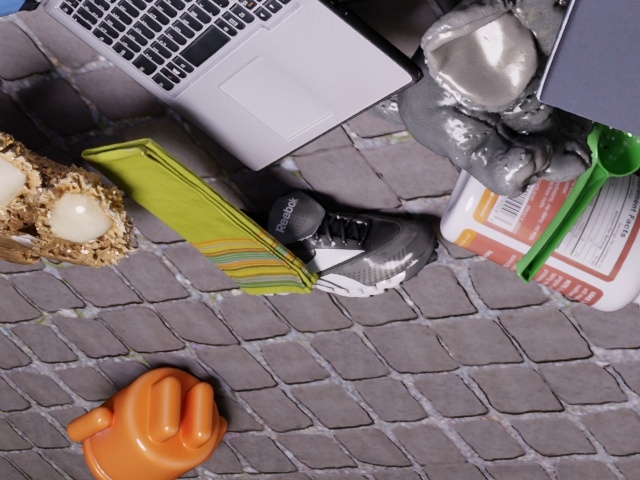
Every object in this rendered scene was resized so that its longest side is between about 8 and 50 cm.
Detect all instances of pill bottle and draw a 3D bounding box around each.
[{"bbox_3d":[0.222,-0.013,1.493,0.216,0.121,0.121,25,146,-3],"label":"pill bottle"}]

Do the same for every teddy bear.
[{"bbox_3d":[-0.292,-0.051,1.689,0.245,0.113,0.338,15,170,-3],"label":"teddy bear"}]

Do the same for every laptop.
[{"bbox_3d":[-0.202,-0.131,1.392,0.408,0.236,0.382,38,161,-12],"label":"laptop"}]

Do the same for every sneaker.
[{"bbox_3d":[0.000,0.000,1.680,0.234,0.078,0.106,-4,139,38],"label":"sneaker"}]

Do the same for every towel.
[{"bbox_3d":[-0.112,-0.017,1.624,0.102,0.021,0.237,-8,142,45],"label":"towel"}]

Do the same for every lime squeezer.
[{"bbox_3d":[0.273,-0.089,1.387,0.310,0.110,0.059,-34,106,17],"label":"lime squeezer"}]

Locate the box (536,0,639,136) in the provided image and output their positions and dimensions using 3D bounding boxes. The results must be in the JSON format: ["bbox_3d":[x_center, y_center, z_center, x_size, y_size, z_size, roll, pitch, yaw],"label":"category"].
[{"bbox_3d":[0.319,-0.187,1.048,0.296,0.294,0.183,21,146,5],"label":"box"}]

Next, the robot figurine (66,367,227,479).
[{"bbox_3d":[-0.200,0.229,2.065,0.128,0.158,0.219,58,141,2],"label":"robot figurine"}]

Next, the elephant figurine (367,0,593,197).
[{"bbox_3d":[0.151,-0.168,1.327,0.169,0.186,0.239,55,154,39],"label":"elephant figurine"}]
